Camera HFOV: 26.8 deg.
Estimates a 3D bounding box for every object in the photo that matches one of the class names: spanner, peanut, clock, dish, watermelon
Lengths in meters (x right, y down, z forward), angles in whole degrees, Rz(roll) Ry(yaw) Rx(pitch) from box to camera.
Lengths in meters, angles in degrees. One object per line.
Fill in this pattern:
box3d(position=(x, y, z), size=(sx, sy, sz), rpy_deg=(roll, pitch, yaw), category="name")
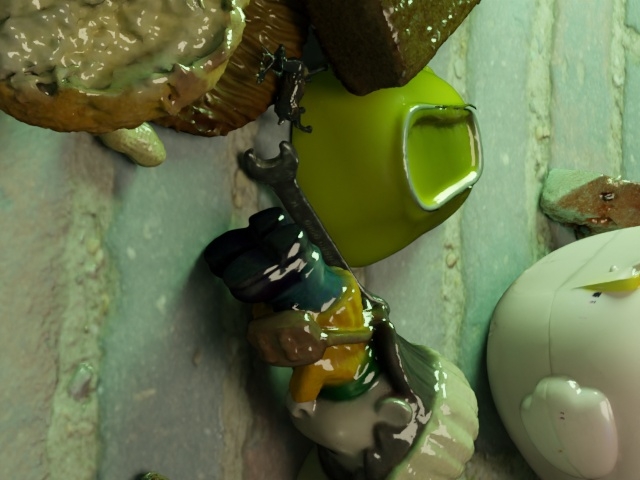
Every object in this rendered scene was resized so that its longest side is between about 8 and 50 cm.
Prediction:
box3d(position=(0.000, 0.000, 1.350), size=(0.254, 0.054, 0.015), rpy_deg=(58, 10, -31), category="spanner")
box3d(position=(-0.167, -0.090, 1.165), size=(0.083, 0.037, 0.037), rpy_deg=(35, 63, -50), category="peanut")
box3d(position=(0.371, 0.187, 1.627), size=(0.368, 0.251, 0.376), rpy_deg=(-35, 109, -45), category="clock")
box3d(position=(0.094, -0.089, 1.416), size=(0.262, 0.108, 0.221), rpy_deg=(-18, 104, -47), category="dish")
box3d(position=(0.385, -0.040, 1.754), size=(0.241, 0.154, 0.094), rpy_deg=(19, 74, -34), category="watermelon")

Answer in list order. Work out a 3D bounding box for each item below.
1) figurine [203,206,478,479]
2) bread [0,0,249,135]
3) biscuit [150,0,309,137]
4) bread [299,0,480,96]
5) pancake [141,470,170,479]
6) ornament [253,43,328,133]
box3d(position=(0.035, 0.117, 1.288), size=(0.204, 0.185, 0.332), rpy_deg=(-21, 114, -11), category="figurine")
box3d(position=(-0.182, -0.211, 1.036), size=(0.274, 0.149, 0.274), rpy_deg=(1, 87, -12), category="bread")
box3d(position=(-0.113, -0.254, 1.229), size=(0.318, 0.040, 0.317), rpy_deg=(1, 88, -50), category="biscuit")
box3d(position=(0.113, -0.316, 1.411), size=(0.416, 0.113, 0.165), rpy_deg=(-50, 122, -44), category="bread")
box3d(position=(-0.161, 0.269, 1.177), size=(0.129, 0.023, 0.116), rpy_deg=(-55, 128, -29), category="pancake")
box3d(position=(-0.032, -0.146, 1.278), size=(0.125, 0.028, 0.073), rpy_deg=(11, 94, -67), category="ornament")
